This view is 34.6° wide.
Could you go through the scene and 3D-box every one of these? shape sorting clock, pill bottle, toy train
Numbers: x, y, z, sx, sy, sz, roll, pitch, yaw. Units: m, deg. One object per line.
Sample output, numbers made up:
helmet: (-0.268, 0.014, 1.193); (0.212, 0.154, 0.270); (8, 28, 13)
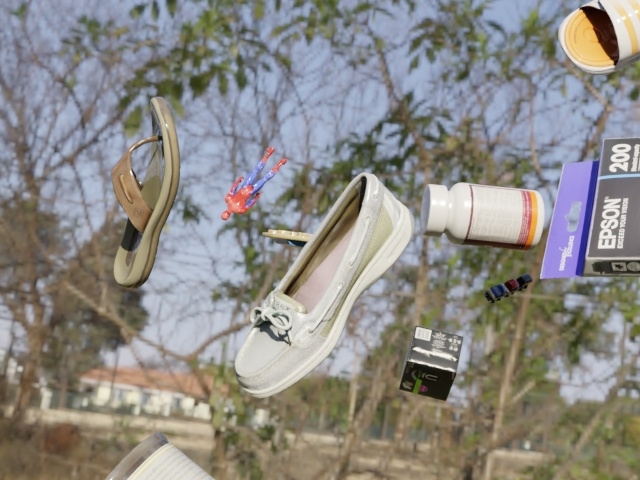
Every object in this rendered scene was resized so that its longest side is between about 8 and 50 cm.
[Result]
shape sorting clock: (0.000, 0.000, 1.812); (0.206, 0.040, 0.206); (11, -2, 0)
pill bottle: (0.311, -0.048, 1.990); (0.221, 0.121, 0.121); (6, -14, -5)
toy train: (0.360, 0.089, 1.952); (0.158, 0.027, 0.036); (-16, -22, -49)

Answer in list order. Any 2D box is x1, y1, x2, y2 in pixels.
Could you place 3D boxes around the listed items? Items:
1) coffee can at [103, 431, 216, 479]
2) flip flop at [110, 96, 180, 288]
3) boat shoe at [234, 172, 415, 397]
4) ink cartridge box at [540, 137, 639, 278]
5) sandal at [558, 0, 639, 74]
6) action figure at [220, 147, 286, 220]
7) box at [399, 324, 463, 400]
coffee can: (-0.173, 0.417, 1.356); (0.275, 0.201, 0.201); (37, -12, 9)
flip flop: (-0.252, -0.061, 1.401); (0.080, 0.277, 0.112); (9, 26, -24)
boat shoe: (-0.010, 0.058, 1.325); (0.103, 0.320, 0.118); (44, -5, -37)
ink cartridge box: (0.369, -0.041, 1.193); (0.208, 0.206, 0.045); (-2, -46, 25)
sandal: (0.424, -0.301, 1.322); (0.265, 0.102, 0.076); (-24, -21, -18)
action figure: (-0.091, -0.069, 1.337); (0.038, 0.115, 0.030); (44, -22, -13)
box: (0.133, 0.149, 1.242); (0.062, 0.052, 0.083); (13, -33, 5)
